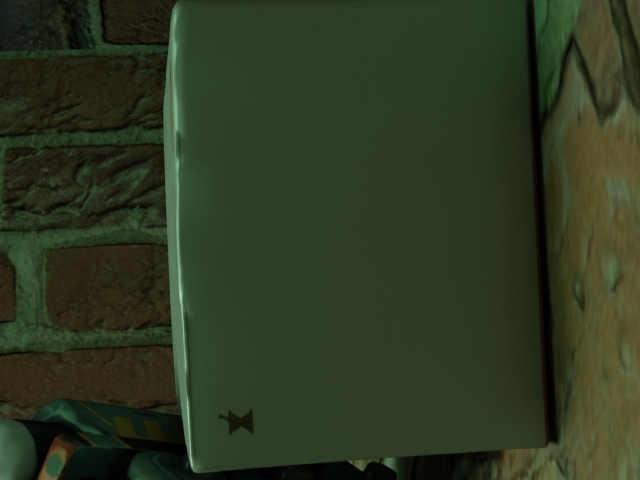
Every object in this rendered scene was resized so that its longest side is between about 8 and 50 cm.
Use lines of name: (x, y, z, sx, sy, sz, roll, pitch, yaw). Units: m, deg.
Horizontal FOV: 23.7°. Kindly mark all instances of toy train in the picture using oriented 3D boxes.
toy train: (-0.077, 0.181, 0.986, 0.190, 0.334, 0.142, 27, 98, 39)

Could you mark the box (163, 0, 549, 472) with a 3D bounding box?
box: (0.000, 0.000, 0.855, 0.345, 0.168, 0.215, 167, 101, -84)
